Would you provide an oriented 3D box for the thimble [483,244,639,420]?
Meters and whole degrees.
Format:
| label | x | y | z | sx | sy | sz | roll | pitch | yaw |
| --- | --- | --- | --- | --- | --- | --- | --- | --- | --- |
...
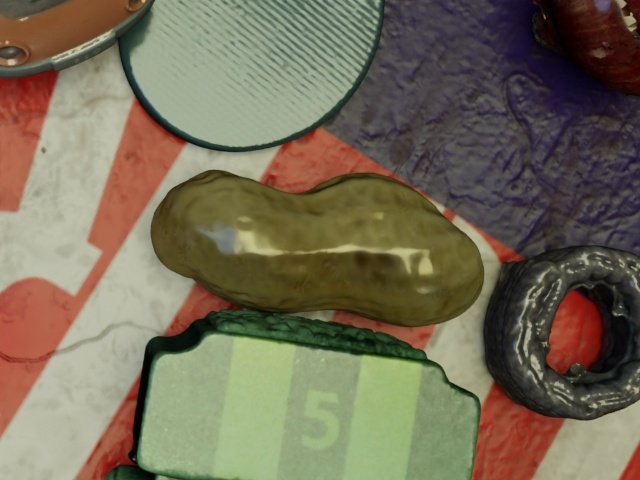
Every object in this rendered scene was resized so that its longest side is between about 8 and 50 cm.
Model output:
| label | x | y | z | sx | sy | sz | roll | pitch | yaw |
| --- | --- | --- | --- | --- | --- | --- | --- | --- | --- |
| thimble | 0.212 | 0.077 | 1.158 | 0.150 | 0.098 | 0.150 | 1 | 87 | -11 |

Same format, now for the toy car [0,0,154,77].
| label | x | y | z | sx | sy | sz | roll | pitch | yaw |
| --- | --- | --- | --- | --- | --- | --- | --- | --- | --- |
| toy car | -0.240 | -0.270 | 1.029 | 0.180 | 0.212 | 0.271 | -27 | 79 | -11 |

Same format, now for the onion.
| label | x | y | z | sx | sy | sz | roll | pitch | yaw |
| --- | --- | --- | --- | --- | --- | --- | --- | --- | --- |
| onion | 0.249 | -0.205 | 1.170 | 0.184 | 0.147 | 0.184 | 16 | 69 | -50 |

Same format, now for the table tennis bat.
| label | x | y | z | sx | sy | sz | roll | pitch | yaw |
| --- | --- | --- | --- | --- | --- | --- | --- | --- | --- |
| table tennis bat | -0.030 | -0.222 | 1.164 | 0.215 | 0.044 | 0.329 | 39 | 83 | -4 |

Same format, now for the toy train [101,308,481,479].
| label | x | y | z | sx | sy | sz | roll | pitch | yaw |
| --- | --- | --- | --- | --- | --- | --- | --- | --- | --- |
| toy train | -0.018 | 0.179 | 1.071 | 0.299 | 0.167 | 0.238 | 8 | 90 | -10 |

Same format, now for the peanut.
| label | x | y | z | sx | sy | sz | roll | pitch | yaw |
| --- | --- | --- | --- | --- | --- | --- | --- | --- | --- |
| peanut | 0.000 | 0.000 | 1.119 | 0.274 | 0.111 | 0.125 | 8 | 81 | -10 |
